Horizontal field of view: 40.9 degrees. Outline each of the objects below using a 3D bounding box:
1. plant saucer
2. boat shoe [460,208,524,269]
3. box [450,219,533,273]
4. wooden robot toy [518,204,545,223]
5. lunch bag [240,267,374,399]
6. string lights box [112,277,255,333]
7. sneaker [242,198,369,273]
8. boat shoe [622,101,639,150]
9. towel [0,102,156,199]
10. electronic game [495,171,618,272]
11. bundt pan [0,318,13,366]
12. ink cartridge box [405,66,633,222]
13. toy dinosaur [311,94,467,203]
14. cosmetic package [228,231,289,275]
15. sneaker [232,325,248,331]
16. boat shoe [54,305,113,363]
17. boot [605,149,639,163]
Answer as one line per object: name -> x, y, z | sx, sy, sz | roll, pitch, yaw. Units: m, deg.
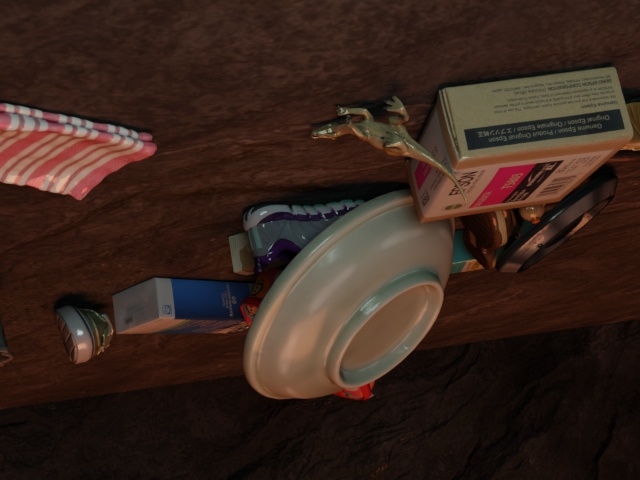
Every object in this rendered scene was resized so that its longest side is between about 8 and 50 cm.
plant saucer -> 0.073, 0.110, 1.268 | 0.400, 0.100, 0.400 | -30, 146, -23
boat shoe -> 0.271, -0.038, 1.316 | 0.095, 0.095, 0.257 | -38, 164, -4
box -> 0.281, 0.016, 1.543 | 0.244, 0.060, 0.100 | -9, 166, 0
wooden robot toy -> 0.299, -0.065, 1.201 | 0.076, 0.079, 0.173 | -17, 165, 27
lunch bag -> 0.008, 0.177, 1.567 | 0.258, 0.120, 0.293 | 14, 150, 24
string lights box -> -0.237, 0.126, 1.593 | 0.133, 0.077, 0.259 | -21, 162, 39
sneaker -> 0.000, 0.000, 1.215 | 0.223, 0.098, 0.083 | -4, 165, -21
boat shoe -> 0.384, -0.139, 1.026 | 0.170, 0.063, 0.059 | -3, -179, -36
towel -> -0.280, -0.084, 0.841 | 0.144, 0.029, 0.197 | -23, 161, 39
electronic game -> 0.364, -0.025, 1.326 | 0.229, 0.048, 0.229 | -35, 165, -11
bundt pan -> -0.629, 0.133, 1.261 | 0.331, 0.124, 0.331 | -10, 165, -3
ink cartridge box -> 0.215, -0.102, 0.986 | 0.193, 0.088, 0.235 | -10, 167, -6
toy dinosaur -> 0.077, -0.105, 0.887 | 0.183, 0.053, 0.092 | 23, 169, 15
cosmetic package -> -0.076, 0.010, 1.282 | 0.115, 0.060, 0.041 | -18, 164, 23
sneaker -> -0.127, 0.143, 1.758 | 0.190, 0.071, 0.083 | -13, 171, 14
boat shoe -> -0.440, 0.168, 1.616 | 0.094, 0.109, 0.302 | -21, 179, -19
boot -> 0.416, -0.127, 1.129 | 0.114, 0.037, 0.106 | -3, -162, 37
